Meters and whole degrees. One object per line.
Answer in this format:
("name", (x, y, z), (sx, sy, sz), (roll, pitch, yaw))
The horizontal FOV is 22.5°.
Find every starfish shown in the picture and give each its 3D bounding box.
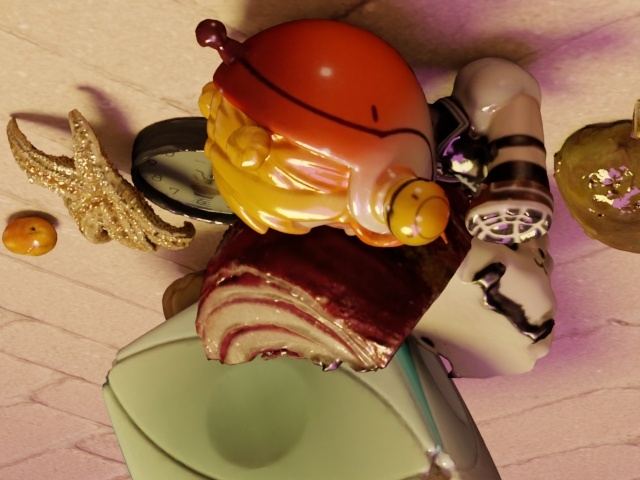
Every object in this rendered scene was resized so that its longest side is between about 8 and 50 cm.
("starfish", (-0.239, -0.055, 1.715), (0.216, 0.071, 0.238), (16, 148, 7))

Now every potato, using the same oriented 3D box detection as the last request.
("potato", (0.319, -0.041, 1.639), (0.164, 0.081, 0.200), (-6, 154, 24))

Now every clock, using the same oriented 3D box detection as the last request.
("clock", (-0.116, -0.070, 1.739), (0.185, 0.040, 0.184), (6, 156, 3))

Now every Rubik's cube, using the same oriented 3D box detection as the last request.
("Rubik's cube", (-0.008, 0.247, 1.892), (0.347, 0.351, 0.352), (-31, 149, 9))

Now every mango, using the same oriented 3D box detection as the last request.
("mango", (-0.354, -0.002, 1.947), (0.060, 0.046, 0.089), (21, 156, -28))

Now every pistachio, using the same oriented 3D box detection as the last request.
("pistachio", (-0.132, 0.091, 2.011), (0.113, 0.113, 0.149), (-15, 143, 39))

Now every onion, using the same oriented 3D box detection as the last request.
("onion", (0.000, 0.000, 1.642), (0.314, 0.280, 0.146), (-11, 127, 46))

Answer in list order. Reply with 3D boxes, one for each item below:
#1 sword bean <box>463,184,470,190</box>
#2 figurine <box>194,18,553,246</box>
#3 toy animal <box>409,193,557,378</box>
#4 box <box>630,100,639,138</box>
("sword bean", (0.187, -0.065, 1.703), (0.083, 0.012, 0.012), (-11, 149, 37))
("figurine", (0.035, -0.098, 1.459), (0.323, 0.196, 0.320), (4, -163, -16))
("toy animal", (0.161, 0.035, 1.751), (0.204, 0.156, 0.208), (-16, 132, 40))
("box", (0.372, -0.136, 1.462), (0.050, 0.041, 0.207), (22, 151, -28))
